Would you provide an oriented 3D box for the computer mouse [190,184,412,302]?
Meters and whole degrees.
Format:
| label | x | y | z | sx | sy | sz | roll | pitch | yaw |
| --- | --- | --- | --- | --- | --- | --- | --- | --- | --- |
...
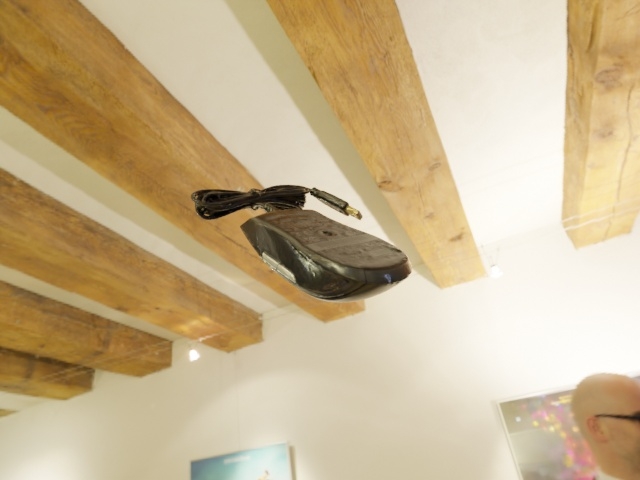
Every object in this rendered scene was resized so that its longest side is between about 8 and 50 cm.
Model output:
| label | x | y | z | sx | sy | sz | roll | pitch | yaw |
| --- | --- | --- | --- | --- | --- | --- | --- | --- | --- |
| computer mouse | 0.000 | 0.000 | 0.517 | 0.184 | 0.262 | 0.060 | -13 | -61 | -47 |
